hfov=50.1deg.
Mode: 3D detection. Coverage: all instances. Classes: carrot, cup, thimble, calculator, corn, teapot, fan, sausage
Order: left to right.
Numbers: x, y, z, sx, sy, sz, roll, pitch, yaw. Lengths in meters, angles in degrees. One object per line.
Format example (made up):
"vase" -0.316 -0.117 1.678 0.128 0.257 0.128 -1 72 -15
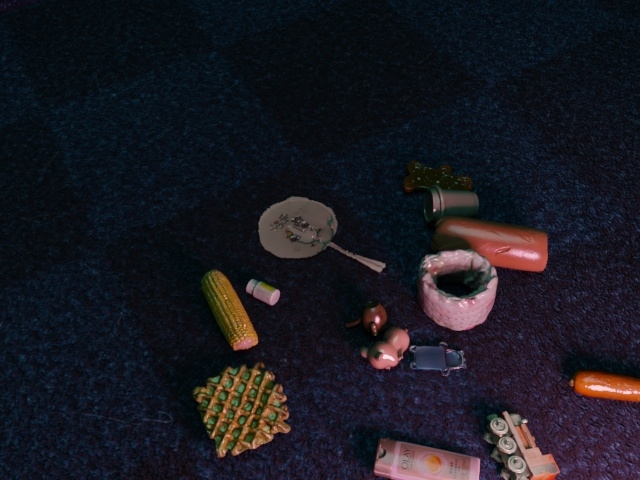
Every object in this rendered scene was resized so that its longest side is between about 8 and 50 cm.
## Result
"corn" -0.242 0.181 1.786 0.081 0.081 0.248 -24 55 -14
"fan" 0.000 0.000 1.951 0.415 0.012 0.233 28 60 26
"teapot" 0.115 0.205 1.751 0.111 0.080 0.085 -7 22 15
"calculator" 0.291 0.295 1.706 0.141 0.019 0.094 2 53 3
"cup" 0.372 -0.099 1.947 0.141 0.120 0.120 -2 52 -8
"thimble" 0.341 0.120 1.757 0.211 0.149 0.185 23 60 20
"sausage" 0.455 0.007 1.852 0.305 0.121 0.121 9 54 9
"carrot" 0.703 0.345 1.615 0.225 0.067 0.067 8 54 8

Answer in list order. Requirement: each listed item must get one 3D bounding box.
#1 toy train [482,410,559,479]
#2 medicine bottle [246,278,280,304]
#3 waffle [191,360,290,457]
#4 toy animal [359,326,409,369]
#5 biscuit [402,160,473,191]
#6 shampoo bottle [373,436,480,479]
"toy train" 0.444 0.465 1.539 0.119 0.074 0.175 -6 47 -13
"medicine bottle" -0.154 0.137 1.835 0.083 0.047 0.047 25 58 20
"waffle" -0.184 0.395 1.636 0.204 0.054 0.223 -22 56 -13
"toy animal" 0.167 0.264 1.699 0.089 0.083 0.150 48 49 7
"biscuit" 0.353 -0.173 2.051 0.205 0.031 0.138 9 54 11
"shampoo bottle" 0.236 0.503 1.526 0.228 0.055 0.086 10 53 11
